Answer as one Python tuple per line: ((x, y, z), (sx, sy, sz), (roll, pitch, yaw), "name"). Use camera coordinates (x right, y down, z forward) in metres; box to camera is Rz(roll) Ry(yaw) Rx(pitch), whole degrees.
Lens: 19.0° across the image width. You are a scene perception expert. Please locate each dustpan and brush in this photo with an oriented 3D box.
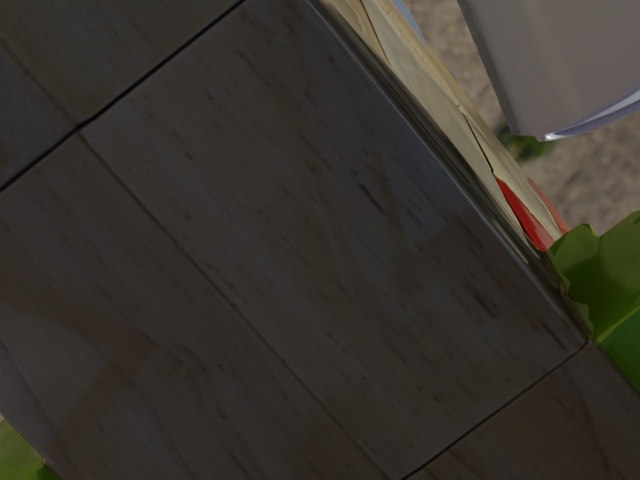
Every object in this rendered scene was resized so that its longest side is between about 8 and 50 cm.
((0.143, -0.137, 0.653), (0.211, 0.147, 0.060), (-22, 179, 17), "dustpan and brush")

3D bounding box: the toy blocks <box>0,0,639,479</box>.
((0.000, 0.000, 0.494), (0.191, 0.381, 0.261), (-38, -159, 8), "toy blocks")
